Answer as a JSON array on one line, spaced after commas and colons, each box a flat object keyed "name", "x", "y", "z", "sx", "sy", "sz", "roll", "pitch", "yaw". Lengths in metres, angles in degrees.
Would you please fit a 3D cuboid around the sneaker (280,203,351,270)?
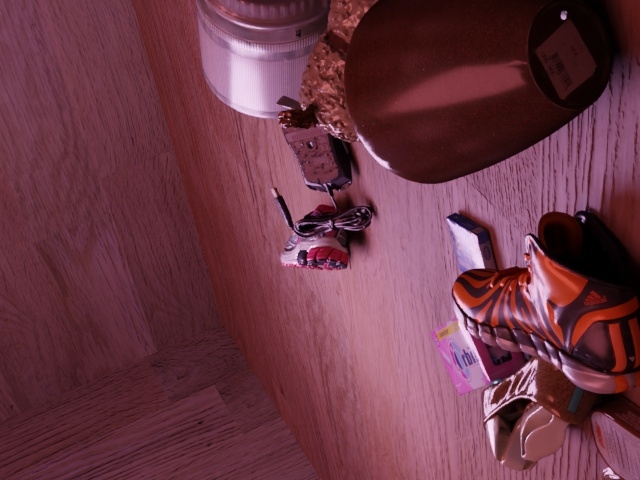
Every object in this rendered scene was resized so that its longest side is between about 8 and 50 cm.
[{"name": "sneaker", "x": 0.000, "y": 0.000, "z": 2.241, "sx": 0.299, "sy": 0.120, "sz": 0.112, "roll": 164, "pitch": 111, "yaw": -76}]

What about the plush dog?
[{"name": "plush dog", "x": 0.056, "y": -0.249, "z": 1.516, "sx": 0.262, "sy": 0.210, "sz": 0.225, "roll": 46, "pitch": 129, "yaw": 49}]

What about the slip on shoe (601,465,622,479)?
[{"name": "slip on shoe", "x": 0.385, "y": 0.319, "z": 1.458, "sx": 0.135, "sy": 0.041, "sz": 0.051, "roll": 26, "pitch": 138, "yaw": 68}]

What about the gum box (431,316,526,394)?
[{"name": "gum box", "x": 0.231, "y": 0.159, "z": 1.707, "sx": 0.188, "sy": 0.062, "sz": 0.107, "roll": 124, "pitch": 123, "yaw": -74}]

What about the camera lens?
[{"name": "camera lens", "x": -0.072, "y": -0.330, "z": 1.715, "sx": 0.219, "sy": 0.219, "sz": 0.274, "roll": 59, "pitch": 164, "yaw": 25}]

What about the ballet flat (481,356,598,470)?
[{"name": "ballet flat", "x": 0.278, "y": 0.231, "z": 1.517, "sx": 0.342, "sy": 0.116, "sz": 0.124, "roll": 118, "pitch": 169, "yaw": -67}]

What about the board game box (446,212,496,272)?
[{"name": "board game box", "x": 0.214, "y": 0.015, "z": 1.635, "sx": 0.090, "sy": 0.020, "sz": 0.090, "roll": 38, "pitch": 150, "yaw": 61}]

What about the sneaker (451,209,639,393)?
[{"name": "sneaker", "x": 0.261, "y": 0.041, "z": 1.357, "sx": 0.321, "sy": 0.124, "sz": 0.180, "roll": 22, "pitch": 131, "yaw": 55}]

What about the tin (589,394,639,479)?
[{"name": "tin", "x": 0.383, "y": 0.253, "z": 1.379, "sx": 0.189, "sy": 0.040, "sz": 0.106, "roll": -144, "pitch": 37, "yaw": -63}]

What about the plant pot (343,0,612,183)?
[{"name": "plant pot", "x": 0.174, "y": -0.170, "z": 1.177, "sx": 0.230, "sy": 0.215, "sz": 0.215, "roll": -1, "pitch": 113, "yaw": 60}]

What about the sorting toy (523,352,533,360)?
[{"name": "sorting toy", "x": 0.283, "y": 0.133, "z": 1.589, "sx": 0.062, "sy": 0.012, "sz": 0.083, "roll": 33, "pitch": 144, "yaw": 66}]

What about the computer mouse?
[{"name": "computer mouse", "x": -0.019, "y": -0.129, "z": 2.041, "sx": 0.184, "sy": 0.060, "sz": 0.262, "roll": -16, "pitch": 107, "yaw": 35}]
